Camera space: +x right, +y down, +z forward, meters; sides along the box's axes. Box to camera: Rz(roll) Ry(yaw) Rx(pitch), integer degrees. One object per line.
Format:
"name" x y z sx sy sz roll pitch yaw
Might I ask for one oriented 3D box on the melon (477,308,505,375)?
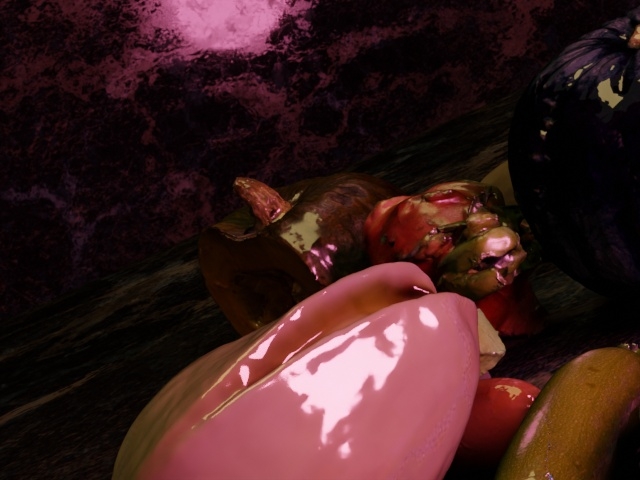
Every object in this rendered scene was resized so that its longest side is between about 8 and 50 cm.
"melon" 0.046 0.154 1.330 0.262 0.053 0.114 -39 -20 3

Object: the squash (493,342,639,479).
"squash" 0.192 0.137 1.105 0.087 0.087 0.331 -18 9 29

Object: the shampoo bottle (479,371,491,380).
"shampoo bottle" 0.083 0.149 1.421 0.165 0.040 0.080 -17 18 32

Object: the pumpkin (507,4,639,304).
"pumpkin" 0.353 -0.091 1.438 0.363 0.266 0.363 -22 14 6

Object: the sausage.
"sausage" 0.110 0.151 1.232 0.194 0.077 0.077 -14 13 48

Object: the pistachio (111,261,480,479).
"pistachio" -0.015 0.147 1.132 0.332 0.226 0.208 -36 47 -16

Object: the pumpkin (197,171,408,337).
"pumpkin" 0.000 0.000 1.863 0.232 0.242 0.325 -37 19 -25

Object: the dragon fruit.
"dragon fruit" 0.150 0.015 1.549 0.200 0.198 0.269 -56 8 -33

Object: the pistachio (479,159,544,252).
"pistachio" 0.268 -0.046 1.846 0.226 0.136 0.136 -21 9 43
